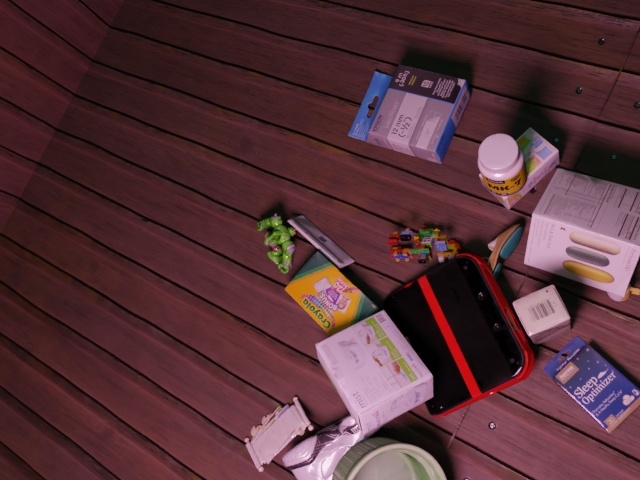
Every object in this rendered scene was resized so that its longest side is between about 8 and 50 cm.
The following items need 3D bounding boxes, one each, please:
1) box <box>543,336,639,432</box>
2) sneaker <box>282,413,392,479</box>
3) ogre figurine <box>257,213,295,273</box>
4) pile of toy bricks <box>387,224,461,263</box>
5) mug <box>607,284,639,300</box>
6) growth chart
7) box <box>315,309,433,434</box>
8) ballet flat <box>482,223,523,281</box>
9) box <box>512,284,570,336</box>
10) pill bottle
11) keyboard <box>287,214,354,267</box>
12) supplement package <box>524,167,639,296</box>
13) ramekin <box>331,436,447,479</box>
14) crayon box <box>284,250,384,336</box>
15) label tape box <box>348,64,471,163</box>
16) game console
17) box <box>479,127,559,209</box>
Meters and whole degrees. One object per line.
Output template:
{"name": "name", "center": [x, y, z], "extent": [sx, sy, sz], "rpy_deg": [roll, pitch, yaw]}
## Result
{"name": "box", "center": [0.714, 0.373, 1.635], "extent": [0.136, 0.036, 0.225], "rpy_deg": [-47, 63, 5]}
{"name": "sneaker", "center": [0.091, 0.615, 1.777], "extent": [0.366, 0.137, 0.210], "rpy_deg": [-30, 78, 2]}
{"name": "ogre figurine", "center": [-0.139, 0.000, 2.043], "extent": [0.118, 0.097, 0.197], "rpy_deg": [-48, 45, 49]}
{"name": "pile of toy bricks", "center": [0.311, -0.003, 1.881], "extent": [0.212, 0.118, 0.105], "rpy_deg": [-1, 43, 31]}
{"name": "mug", "center": [0.801, 0.123, 1.652], "extent": [0.078, 0.064, 0.062], "rpy_deg": [-20, 68, 16]}
{"name": "growth chart", "center": [-0.133, 0.583, 1.899], "extent": [0.237, 0.021, 0.172], "rpy_deg": [-43, 33, 7]}
{"name": "box", "center": [0.148, 0.361, 1.742], "extent": [0.231, 0.126, 0.262], "rpy_deg": [-26, 47, -12]}
{"name": "ballet flat", "center": [0.500, 0.046, 1.794], "extent": [0.073, 0.080, 0.232], "rpy_deg": [26, 86, 37]}
{"name": "box", "center": [0.575, 0.197, 1.607], "extent": [0.113, 0.275, 0.094], "rpy_deg": [-27, 67, 15]}
{"name": "pill bottle", "center": [0.488, -0.202, 1.675], "extent": [0.119, 0.208, 0.119], "rpy_deg": [-6, 74, 21]}
{"name": "keyboard", "center": [0.000, 0.000, 2.022], "extent": [0.256, 0.072, 0.014], "rpy_deg": [42, 127, 26]}
{"name": "supplement package", "center": [0.701, -0.024, 1.623], "extent": [0.263, 0.199, 0.198], "rpy_deg": [21, 54, 26]}
{"name": "ramekin", "center": [0.171, 0.670, 1.642], "extent": [0.304, 0.148, 0.303], "rpy_deg": [1, 87, -18]}
{"name": "crayon box", "center": [0.041, 0.185, 1.940], "extent": [0.278, 0.081, 0.165], "rpy_deg": [43, 94, 26]}
{"name": "label tape box", "center": [0.268, -0.419, 1.999], "extent": [0.348, 0.115, 0.249], "rpy_deg": [22, 85, 24]}
{"name": "game console", "center": [0.381, 0.261, 1.767], "extent": [0.342, 0.060, 0.386], "rpy_deg": [-36, 63, 29]}
{"name": "box", "center": [0.578, -0.207, 1.815], "extent": [0.203, 0.103, 0.114], "rpy_deg": [-44, 64, 6]}
